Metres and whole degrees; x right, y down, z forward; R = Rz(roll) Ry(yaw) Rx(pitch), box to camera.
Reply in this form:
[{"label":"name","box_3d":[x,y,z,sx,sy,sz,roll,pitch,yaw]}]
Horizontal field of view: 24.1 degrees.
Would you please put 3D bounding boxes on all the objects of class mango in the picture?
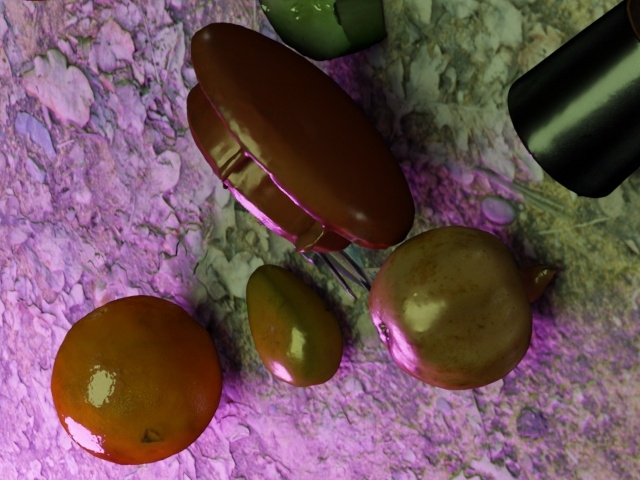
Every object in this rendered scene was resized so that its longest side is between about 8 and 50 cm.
[{"label":"mango","box_3d":[-0.040,0.118,2.114,0.137,0.098,0.195,-48,59,44]}]

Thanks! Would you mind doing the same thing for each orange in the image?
[{"label":"orange","box_3d":[-0.277,0.213,2.261,0.261,0.261,0.261,13,109,43]}]

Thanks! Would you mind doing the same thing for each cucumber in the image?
[{"label":"cucumber","box_3d":[0.008,-0.335,1.933,0.191,0.130,0.191,19,118,42]}]

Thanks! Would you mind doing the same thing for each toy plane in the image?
[{"label":"toy plane","box_3d":[-0.001,0.003,1.977,0.058,0.226,0.226,-52,22,13]}]

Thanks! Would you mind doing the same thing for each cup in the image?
[{"label":"cup","box_3d":[0.353,-0.145,1.646,0.177,0.239,0.166,-42,28,37]}]

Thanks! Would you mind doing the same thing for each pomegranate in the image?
[{"label":"pomegranate","box_3d":[0.162,0.081,1.828,0.207,0.207,0.207,13,109,43]}]

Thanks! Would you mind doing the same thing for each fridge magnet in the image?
[{"label":"fridge magnet","box_3d":[-0.030,-0.124,1.859,0.155,0.363,0.364,-43,67,19]}]
